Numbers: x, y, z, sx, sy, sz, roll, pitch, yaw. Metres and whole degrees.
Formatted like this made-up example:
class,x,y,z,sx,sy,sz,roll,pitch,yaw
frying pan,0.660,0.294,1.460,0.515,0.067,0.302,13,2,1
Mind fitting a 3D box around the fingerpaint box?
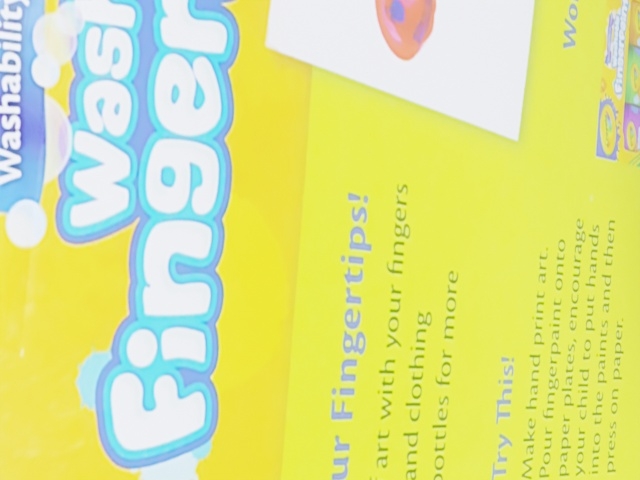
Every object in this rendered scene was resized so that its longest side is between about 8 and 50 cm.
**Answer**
class,x,y,z,sx,sy,sz,roll,pitch,yaw
fingerpaint box,-0.026,-0.010,0.497,0.371,0.163,0.445,6,87,-48
